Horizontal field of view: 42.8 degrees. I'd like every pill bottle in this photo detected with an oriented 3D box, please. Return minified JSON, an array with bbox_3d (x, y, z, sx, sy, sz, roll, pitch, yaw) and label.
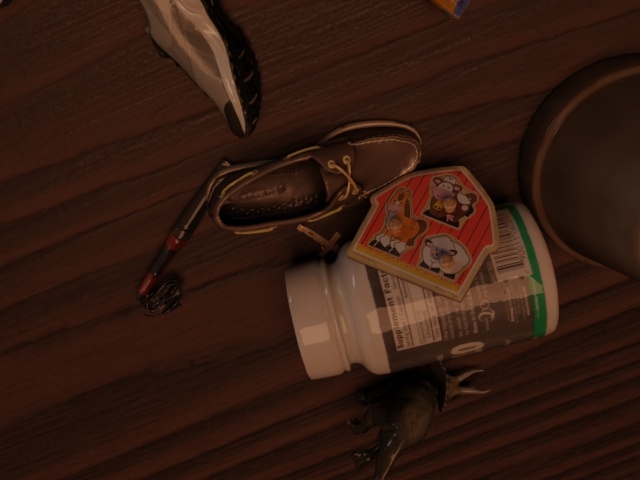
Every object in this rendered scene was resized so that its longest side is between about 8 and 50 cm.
[{"bbox_3d":[0.142,0.079,1.190,0.361,0.204,0.204,-13,114,2],"label":"pill bottle"}]

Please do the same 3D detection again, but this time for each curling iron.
[{"bbox_3d":[-0.200,-0.003,1.223,0.068,0.035,0.274,17,108,-34],"label":"curling iron"}]

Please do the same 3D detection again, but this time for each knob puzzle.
[{"bbox_3d":[0.154,-0.030,1.114,0.213,0.213,0.030,-14,149,2],"label":"knob puzzle"}]

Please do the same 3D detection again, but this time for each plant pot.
[{"bbox_3d":[0.467,-0.065,1.109,0.323,0.280,0.323,-2,115,-4],"label":"plant pot"}]

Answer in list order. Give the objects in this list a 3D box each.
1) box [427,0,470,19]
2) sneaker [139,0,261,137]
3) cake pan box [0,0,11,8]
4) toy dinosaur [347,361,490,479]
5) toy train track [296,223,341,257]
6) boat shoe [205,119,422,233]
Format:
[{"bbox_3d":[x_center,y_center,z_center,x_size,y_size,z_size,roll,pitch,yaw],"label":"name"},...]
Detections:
[{"bbox_3d":[0.178,-0.360,1.034,0.081,0.028,0.136,30,95,-27],"label":"box"},{"bbox_3d":[-0.162,-0.258,1.084,0.108,0.100,0.271,-20,111,20],"label":"sneaker"},{"bbox_3d":[-0.425,-0.452,0.984,0.246,0.070,0.267,39,106,-17],"label":"cake pan box"},{"bbox_3d":[0.124,0.275,1.279,0.160,0.313,0.121,-38,86,36],"label":"toy dinosaur"},{"bbox_3d":[0.000,0.000,1.247,0.083,0.014,0.048,32,108,-16],"label":"toy train track"},{"bbox_3d":[-0.002,-0.085,1.154,0.324,0.096,0.116,-15,113,-4],"label":"boat shoe"}]
